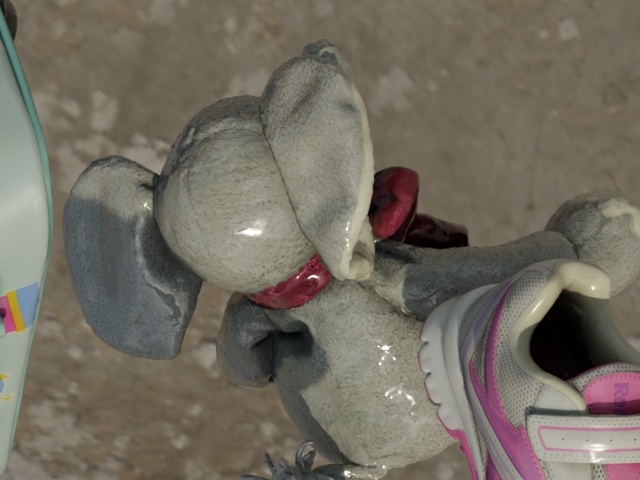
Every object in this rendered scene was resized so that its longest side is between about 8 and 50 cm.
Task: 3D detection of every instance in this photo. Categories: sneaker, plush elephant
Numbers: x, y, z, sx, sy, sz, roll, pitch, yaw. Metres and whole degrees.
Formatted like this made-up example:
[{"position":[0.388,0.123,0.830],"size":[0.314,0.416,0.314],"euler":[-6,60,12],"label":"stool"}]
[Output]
[{"position":[0.130,0.117,0.939],"size":[0.103,0.111,0.252],"euler":[-6,63,-29],"label":"sneaker"},{"position":[0.000,0.000,1.125],"size":[0.272,0.330,0.255],"euler":[-12,112,35],"label":"plush elephant"}]

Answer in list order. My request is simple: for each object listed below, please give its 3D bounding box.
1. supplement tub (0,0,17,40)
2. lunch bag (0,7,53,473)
[{"position":[-0.284,-0.179,1.222],"size":[0.106,0.198,0.106],"euler":[-11,64,24],"label":"supplement tub"},{"position":[-0.198,-0.015,0.833],"size":[0.108,0.279,0.224],"euler":[-10,59,-19],"label":"lunch bag"}]
